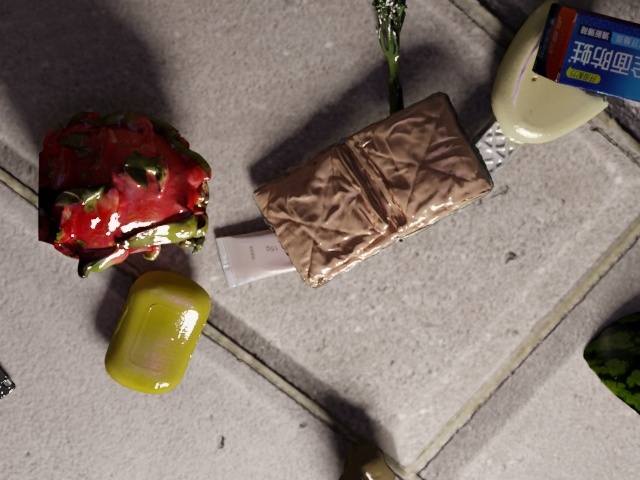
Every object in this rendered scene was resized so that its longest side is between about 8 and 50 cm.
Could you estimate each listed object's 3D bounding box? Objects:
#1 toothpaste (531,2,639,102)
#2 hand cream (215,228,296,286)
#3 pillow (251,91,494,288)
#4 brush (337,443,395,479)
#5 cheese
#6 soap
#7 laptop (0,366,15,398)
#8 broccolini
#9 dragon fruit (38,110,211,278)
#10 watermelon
[{"bbox_3d":[0.375,-0.169,1.879,0.320,0.066,0.076,10,102,-21],"label":"toothpaste"},{"bbox_3d":[0.000,-0.001,1.942,0.216,0.038,0.052,-14,84,1],"label":"hand cream"},{"bbox_3d":[0.054,-0.052,1.898,0.232,0.043,0.126,-28,87,9],"label":"pillow"},{"bbox_3d":[0.067,0.366,2.064,0.071,0.084,0.301,2,123,27],"label":"brush"},{"bbox_3d":[0.203,-0.128,1.908,0.127,0.050,0.235,39,100,-20],"label":"cheese"},{"bbox_3d":[-0.172,0.097,1.945,0.089,0.045,0.140,18,106,-17],"label":"soap"},{"bbox_3d":[-0.425,0.124,1.938,0.129,0.016,0.180,-34,110,5],"label":"laptop"},{"bbox_3d":[0.078,-0.194,1.885,0.035,0.030,0.140,-28,122,-36],"label":"broccolini"},{"bbox_3d":[-0.195,-0.044,1.835,0.172,0.160,0.166,1,87,-8],"label":"dragon fruit"},{"bbox_3d":[0.373,0.138,2.029,0.135,0.125,0.094,-38,142,-12],"label":"watermelon"}]
